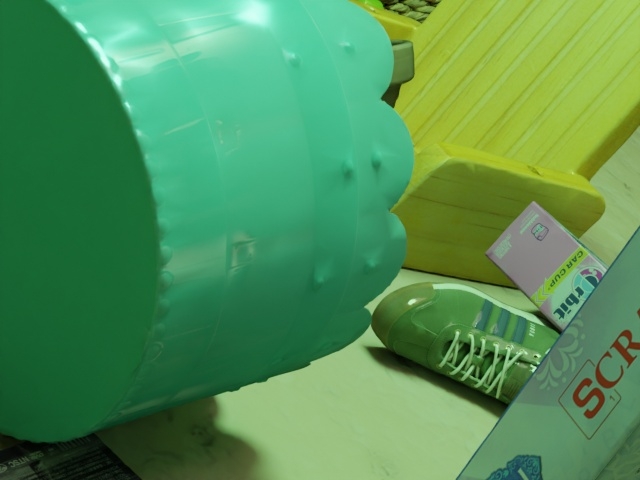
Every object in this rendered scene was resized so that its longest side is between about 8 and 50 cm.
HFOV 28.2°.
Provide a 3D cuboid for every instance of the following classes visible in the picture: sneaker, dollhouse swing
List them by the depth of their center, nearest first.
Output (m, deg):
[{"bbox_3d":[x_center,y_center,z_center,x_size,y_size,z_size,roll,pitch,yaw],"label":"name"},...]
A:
[{"bbox_3d":[0.134,0.086,0.963,0.192,0.064,0.086,15,22,-37],"label":"sneaker"},{"bbox_3d":[0.120,-0.184,1.203,0.315,0.305,0.347,11,30,-37],"label":"dollhouse swing"}]

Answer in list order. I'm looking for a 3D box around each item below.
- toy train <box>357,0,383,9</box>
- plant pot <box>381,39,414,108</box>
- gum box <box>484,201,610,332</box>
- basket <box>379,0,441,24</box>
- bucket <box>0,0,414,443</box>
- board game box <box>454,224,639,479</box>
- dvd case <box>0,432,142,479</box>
[{"bbox_3d":[0.012,-0.272,1.384,0.143,0.105,0.248,29,-24,-29],"label":"toy train"},{"bbox_3d":[-0.039,-0.097,1.027,0.237,0.110,0.237,-6,10,1],"label":"plant pot"},{"bbox_3d":[0.230,0.049,1.096,0.107,0.062,0.188,48,10,34],"label":"gum box"},{"bbox_3d":[0.037,-0.323,1.658,0.213,0.223,0.299,4,8,32],"label":"basket"},{"bbox_3d":[-0.107,-0.034,0.685,0.281,0.281,0.183,40,34,25],"label":"bucket"},{"bbox_3d":[0.215,0.129,0.630,0.318,0.319,0.066,18,25,-35],"label":"board game box"},{"bbox_3d":[-0.094,0.177,0.580,0.221,0.018,0.164,38,24,21],"label":"dvd case"}]
